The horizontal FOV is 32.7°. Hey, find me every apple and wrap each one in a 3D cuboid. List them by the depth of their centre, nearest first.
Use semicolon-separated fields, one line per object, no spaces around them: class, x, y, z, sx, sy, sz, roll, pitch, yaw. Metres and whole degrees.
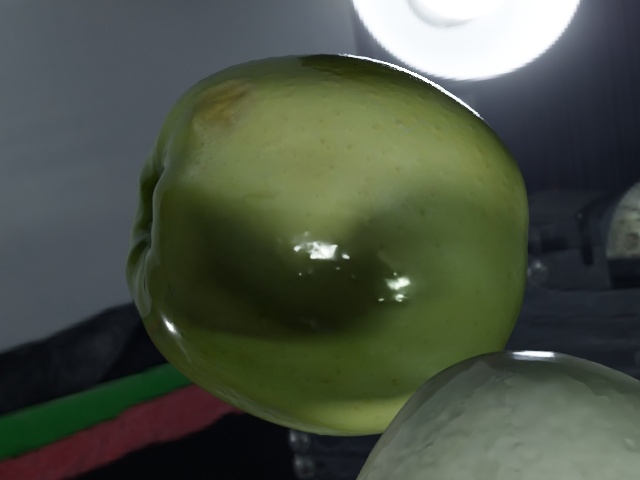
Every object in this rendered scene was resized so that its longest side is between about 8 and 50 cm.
apple;0.000;0.000;0.976;0.357;0.357;0.357;-10;-166;3

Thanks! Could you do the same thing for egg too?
egg;0.117;0.150;0.503;0.264;0.174;0.286;-11;-167;-16
